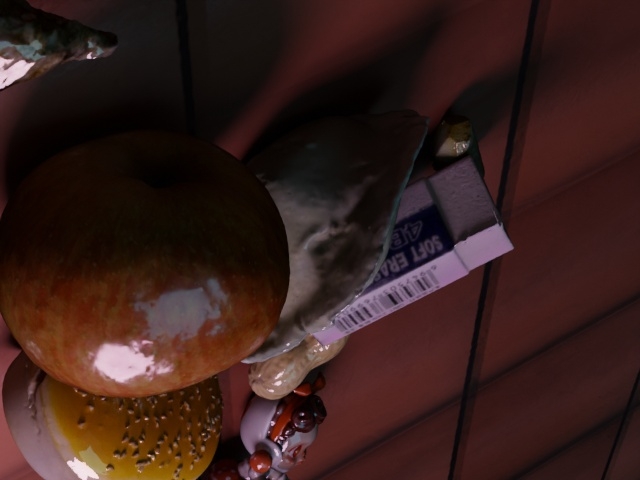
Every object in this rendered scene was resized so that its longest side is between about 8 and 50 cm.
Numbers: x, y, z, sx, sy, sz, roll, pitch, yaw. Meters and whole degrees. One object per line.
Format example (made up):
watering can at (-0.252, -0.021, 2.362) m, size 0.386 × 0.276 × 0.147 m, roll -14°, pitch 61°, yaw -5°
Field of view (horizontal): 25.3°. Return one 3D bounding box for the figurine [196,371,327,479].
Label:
figurine at (-0.066, 0.291, 2.096) m, size 0.226 × 0.160 × 0.183 m, roll -56°, pitch 148°, yaw 12°

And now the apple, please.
apple at (-0.183, 0.011, 1.472) m, size 0.309 × 0.277 × 0.250 m, roll -40°, pitch 136°, yaw -28°

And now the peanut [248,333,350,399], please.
peanut at (-0.024, 0.151, 2.009) m, size 0.187 × 0.082 × 0.082 m, roll -37°, pitch 149°, yaw -4°

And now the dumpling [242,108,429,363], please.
dumpling at (-0.021, -0.011, 1.698) m, size 0.270 × 0.211 × 0.321 m, roll -59°, pitch 167°, yaw -65°

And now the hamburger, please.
hamburger at (-0.237, 0.194, 1.701) m, size 0.151 × 0.227 × 0.295 m, roll -26°, pitch 159°, yaw 25°

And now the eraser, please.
eraser at (0.098, 0.014, 1.848) m, size 0.287 × 0.130 × 0.086 m, roll -26°, pitch 147°, yaw 10°

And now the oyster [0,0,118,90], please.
oyster at (-0.377, -0.143, 1.225) m, size 0.396 × 0.111 × 0.204 m, roll -30°, pitch 145°, yaw -8°

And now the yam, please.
yam at (0.179, -0.112, 1.894) m, size 0.069 × 0.070 × 0.146 m, roll -37°, pitch 149°, yaw -5°
